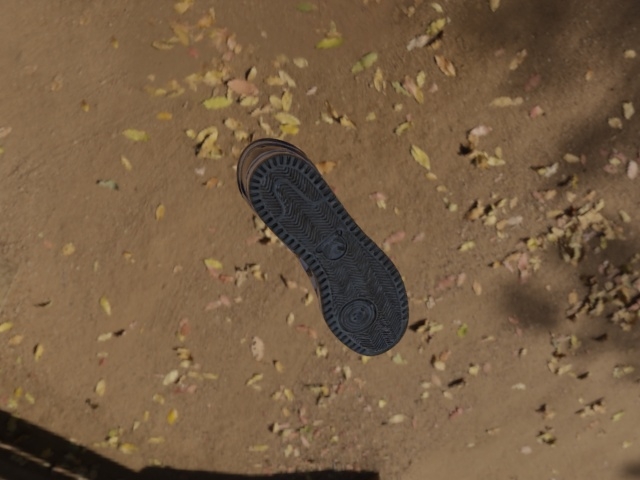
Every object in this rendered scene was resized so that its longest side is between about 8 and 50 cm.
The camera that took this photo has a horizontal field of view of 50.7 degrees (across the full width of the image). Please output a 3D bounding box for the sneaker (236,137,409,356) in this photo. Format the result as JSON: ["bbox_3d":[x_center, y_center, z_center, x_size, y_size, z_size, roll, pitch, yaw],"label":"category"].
[{"bbox_3d":[0.000,0.000,0.783,0.099,0.153,0.282,-35,116,-2],"label":"sneaker"}]
